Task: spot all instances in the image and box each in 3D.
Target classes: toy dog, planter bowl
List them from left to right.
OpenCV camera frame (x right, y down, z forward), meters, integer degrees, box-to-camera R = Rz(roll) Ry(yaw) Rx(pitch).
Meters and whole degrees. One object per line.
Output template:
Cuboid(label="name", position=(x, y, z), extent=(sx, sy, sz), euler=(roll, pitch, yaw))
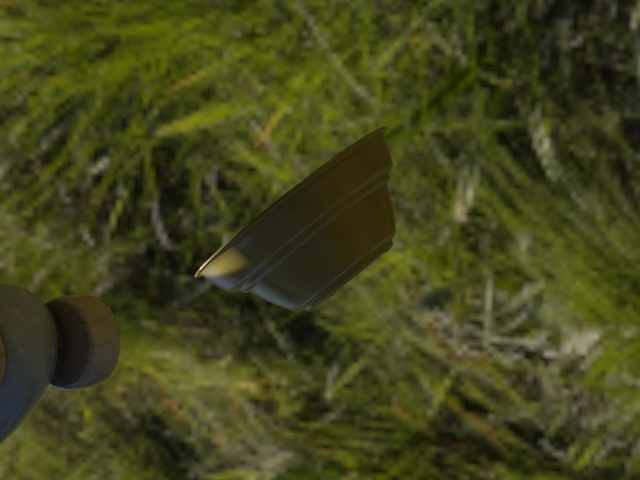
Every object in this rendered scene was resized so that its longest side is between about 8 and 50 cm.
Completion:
Cuboid(label="toy dog", position=(-0.334, 0.126, 1.467), extent=(0.334, 0.161, 0.220), euler=(-37, 154, 15))
Cuboid(label="planter bowl", position=(0.000, 0.000, 1.483), extent=(0.217, 0.090, 0.217), euler=(-38, 177, -2))
